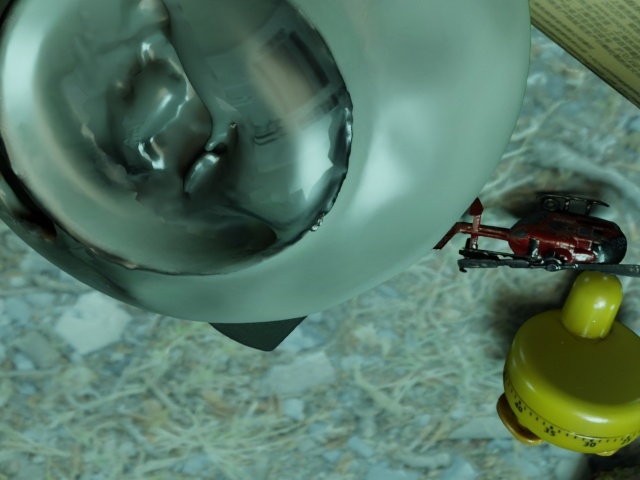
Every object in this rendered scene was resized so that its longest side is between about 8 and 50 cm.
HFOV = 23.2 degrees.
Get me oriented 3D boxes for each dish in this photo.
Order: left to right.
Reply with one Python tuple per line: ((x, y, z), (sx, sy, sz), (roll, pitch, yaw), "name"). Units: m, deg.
((-0.064, -0.080, 0.762), (0.324, 0.124, 0.324), (6, 120, 10), "dish")

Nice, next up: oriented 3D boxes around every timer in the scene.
((0.177, 0.084, 1.037), (0.107, 0.107, 0.109), (5, 131, -11), "timer")

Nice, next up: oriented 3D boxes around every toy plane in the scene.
((0.137, 0.000, 0.996), (0.145, 0.060, 0.037), (8, 128, 6), "toy plane")

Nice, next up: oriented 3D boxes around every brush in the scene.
((0.000, 0.000, 1.003), (0.063, 0.016, 0.193), (30, 119, -28), "brush")

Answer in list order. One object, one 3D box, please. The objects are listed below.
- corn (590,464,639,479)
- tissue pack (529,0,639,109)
((0.219, 0.283, 1.216), (0.092, 0.092, 0.280), (-1, 123, -7), "corn")
((0.280, -0.154, 0.817), (0.305, 0.238, 0.238), (33, 117, -27), "tissue pack")
